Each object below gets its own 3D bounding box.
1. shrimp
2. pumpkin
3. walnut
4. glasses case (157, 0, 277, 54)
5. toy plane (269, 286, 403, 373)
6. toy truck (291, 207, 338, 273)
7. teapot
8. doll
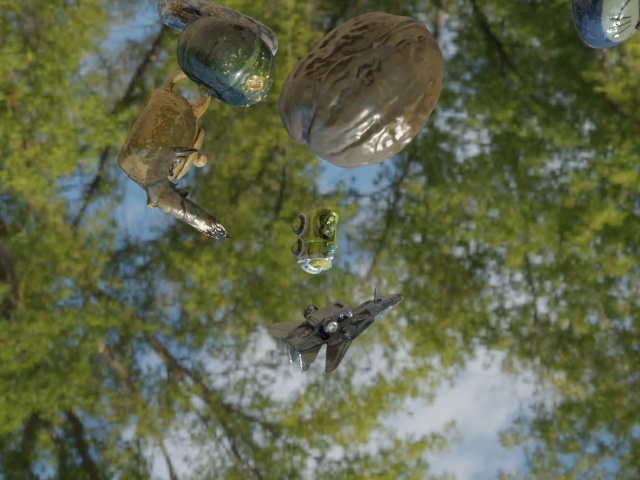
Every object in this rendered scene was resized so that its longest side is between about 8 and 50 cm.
[{"bbox_3d":[-0.220,-0.090,1.924,0.035,0.195,0.147,-26,-138,38],"label":"shrimp"},{"bbox_3d":[-0.170,-0.325,2.009,0.190,0.146,0.190,17,-178,-1],"label":"pumpkin"},{"bbox_3d":[0.060,-0.193,1.392,0.178,0.178,0.230,30,-109,39],"label":"walnut"},{"bbox_3d":[-0.197,-0.414,2.140,0.248,0.065,0.087,17,-141,-29],"label":"glasses case"},{"bbox_3d":[0.048,0.147,2.097,0.267,0.088,0.212,-29,-145,-21],"label":"toy plane"},{"bbox_3d":[0.000,0.000,1.894,0.076,0.077,0.111,17,-117,-35],"label":"toy truck"},{"bbox_3d":[-0.306,-0.210,2.285,0.167,0.203,0.311,27,-111,-13],"label":"teapot"},{"bbox_3d":[0.526,-0.463,1.977,0.228,0.258,0.154,-38,-138,-21],"label":"doll"}]
